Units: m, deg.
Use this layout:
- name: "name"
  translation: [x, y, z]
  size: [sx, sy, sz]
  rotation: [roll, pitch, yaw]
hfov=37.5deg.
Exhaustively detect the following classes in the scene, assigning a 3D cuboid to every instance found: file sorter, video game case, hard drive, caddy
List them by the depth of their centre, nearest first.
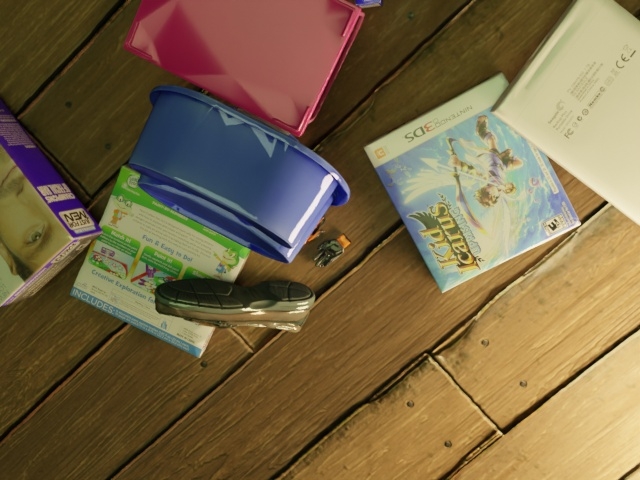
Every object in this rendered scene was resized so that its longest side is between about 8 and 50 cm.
- name: "hard drive"
  translation: [0.465, -0.182, 1.412]
  size: [0.353, 0.047, 0.233]
  rotation: [36, 96, -7]
- name: "file sorter"
  translation: [-0.102, -0.319, 1.423]
  size: [0.291, 0.182, 0.202]
  rotation: [27, 105, 2]
- name: "caddy"
  translation: [-0.123, -0.113, 1.431]
  size: [0.341, 0.241, 0.179]
  rotation: [27, 76, 2]
- name: "video game case"
  translation: [0.237, -0.090, 1.487]
  size: [0.244, 0.061, 0.269]
  rotation: [-28, 97, 13]

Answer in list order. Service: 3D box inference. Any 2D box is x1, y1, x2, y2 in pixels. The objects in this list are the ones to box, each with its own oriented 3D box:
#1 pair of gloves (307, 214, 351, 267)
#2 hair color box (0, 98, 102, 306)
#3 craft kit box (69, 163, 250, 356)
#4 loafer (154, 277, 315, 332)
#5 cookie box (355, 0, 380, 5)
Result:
- name: "pair of gloves"
  translation: [0.000, 0.000, 1.562]
  size: [0.083, 0.010, 0.074]
  rotation: [44, 102, -5]
- name: "hair color box"
  translation: [-0.540, -0.083, 1.545]
  size: [0.185, 0.110, 0.339]
  rotation: [-40, 87, 15]
- name: "craft kit box"
  translation: [-0.261, 0.033, 1.583]
  size: [0.250, 0.061, 0.246]
  rotation: [26, 106, 2]
- name: "loafer"
  translation: [-0.138, 0.117, 1.521]
  size: [0.268, 0.096, 0.084]
  rotation: [2, 118, -23]
- name: "cookie box"
  translation: [0.071, -0.400, 1.422]
  size: [0.040, 0.107, 0.091]
  rotation: [-3, 101, 6]
